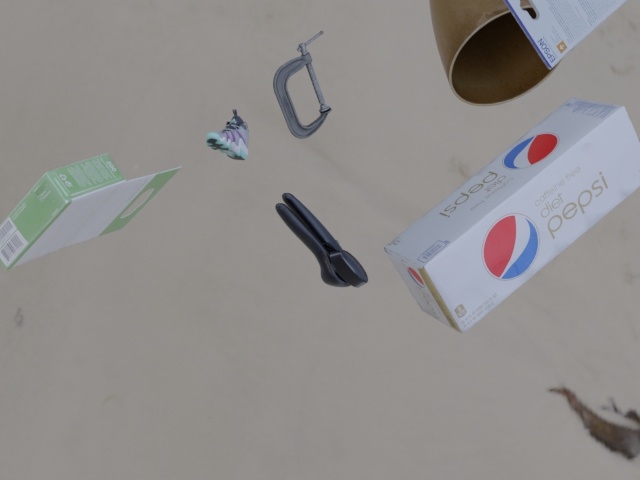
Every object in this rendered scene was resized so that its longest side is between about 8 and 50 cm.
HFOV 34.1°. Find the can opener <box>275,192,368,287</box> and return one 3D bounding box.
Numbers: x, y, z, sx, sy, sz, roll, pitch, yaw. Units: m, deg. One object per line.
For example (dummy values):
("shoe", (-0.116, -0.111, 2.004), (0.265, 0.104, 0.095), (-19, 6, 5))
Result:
("can opener", (0.000, 0.000, 1.590), (0.186, 0.073, 0.059), (49, 37, -13))

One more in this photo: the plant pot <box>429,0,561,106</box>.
("plant pot", (0.303, -0.425, 1.966), (0.237, 0.237, 0.254), (5, 47, -34))

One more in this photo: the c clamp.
("c clamp", (-0.021, -0.263, 1.802), (0.137, 0.022, 0.161), (-34, 121, -33))

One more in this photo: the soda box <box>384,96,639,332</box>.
("soda box", (0.162, -0.024, 0.848), (0.216, 0.069, 0.074), (-38, 116, -11))

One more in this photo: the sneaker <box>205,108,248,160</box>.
("sneaker", (-0.135, -0.164, 1.540), (0.098, 0.038, 0.069), (31, 68, -66))

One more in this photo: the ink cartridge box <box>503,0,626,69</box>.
("ink cartridge box", (0.366, -0.418, 1.609), (0.224, 0.045, 0.223), (-41, 111, -7))

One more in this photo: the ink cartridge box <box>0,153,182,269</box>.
("ink cartridge box", (-0.322, -0.051, 1.437), (0.056, 0.171, 0.235), (53, 34, 5))
